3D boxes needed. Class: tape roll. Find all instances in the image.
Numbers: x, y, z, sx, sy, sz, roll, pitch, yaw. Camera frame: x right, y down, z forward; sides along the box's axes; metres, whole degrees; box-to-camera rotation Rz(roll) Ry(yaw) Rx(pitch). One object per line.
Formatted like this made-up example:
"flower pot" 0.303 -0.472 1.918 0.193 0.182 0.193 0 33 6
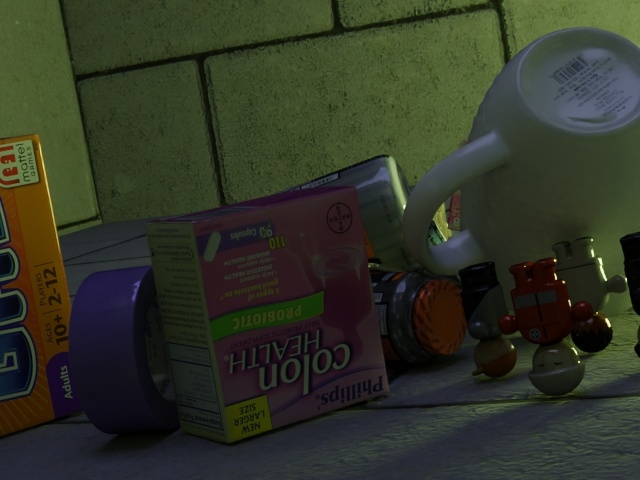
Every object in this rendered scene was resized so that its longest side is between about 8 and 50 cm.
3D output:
"tape roll" -0.209 0.124 1.561 0.080 0.188 0.189 -8 7 16

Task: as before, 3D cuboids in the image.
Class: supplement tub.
"supplement tub" 0.000 0.000 2.181 0.316 0.193 0.193 -21 5 9
"supplement tub" 0.080 0.097 1.705 0.190 0.117 0.117 -3 9 39

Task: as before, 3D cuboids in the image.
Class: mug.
"mug" 0.272 -0.075 1.691 0.374 0.276 0.328 -24 -32 -11

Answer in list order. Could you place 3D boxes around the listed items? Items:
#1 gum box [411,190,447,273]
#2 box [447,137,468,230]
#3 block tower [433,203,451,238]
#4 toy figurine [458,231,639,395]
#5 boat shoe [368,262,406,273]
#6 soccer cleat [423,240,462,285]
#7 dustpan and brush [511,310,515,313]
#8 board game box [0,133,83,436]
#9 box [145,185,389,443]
"gum box" 0.141 -0.011 2.366 0.041 0.157 0.184 -42 21 -22
"box" 0.364 -0.068 2.205 0.300 0.154 0.142 11 7 6
"block tower" 0.152 -0.019 2.682 0.091 0.097 0.335 -5 7 27
"toy figurine" 0.273 0.082 1.507 0.213 0.148 0.209 -14 2 -23
"boat shoe" 0.042 0.080 1.979 0.092 0.102 0.285 -10 -1 40
"soccer cleat" 0.257 0.044 2.181 0.196 0.068 0.076 3 41 35
"dustpan and brush" 0.350 0.042 1.871 0.211 0.060 0.147 -42 22 -1
"board game box" -0.558 0.075 1.730 0.356 0.356 0.357 -15 9 -36
"box" -0.058 0.076 1.524 0.214 0.242 0.117 -13 8 -32
